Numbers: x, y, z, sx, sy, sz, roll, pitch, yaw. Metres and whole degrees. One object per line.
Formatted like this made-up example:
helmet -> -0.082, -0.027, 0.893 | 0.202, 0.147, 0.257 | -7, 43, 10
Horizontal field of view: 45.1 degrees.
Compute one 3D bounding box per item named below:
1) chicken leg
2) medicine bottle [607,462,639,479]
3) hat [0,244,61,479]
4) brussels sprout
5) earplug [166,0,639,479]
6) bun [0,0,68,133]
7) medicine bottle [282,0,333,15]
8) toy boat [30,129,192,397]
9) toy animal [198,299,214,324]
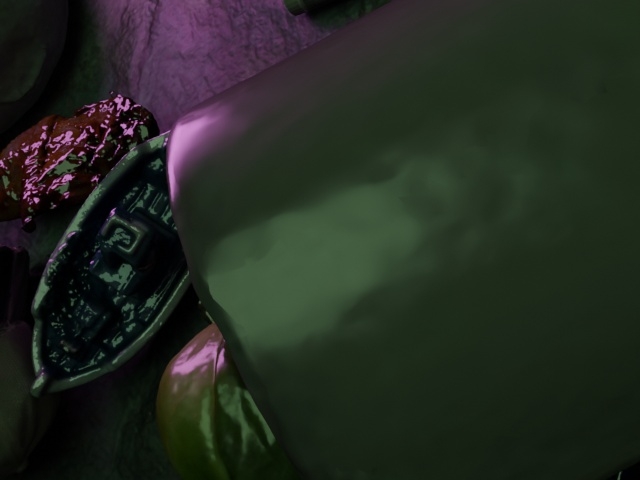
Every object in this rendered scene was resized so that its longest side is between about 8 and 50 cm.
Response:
chicken leg -> -0.304, -0.063, 0.841 | 0.323, 0.083, 0.177 | -9, 40, 33
medicine bottle -> 0.105, 0.211, 0.567 | 0.258, 0.079, 0.124 | -7, 77, 28
hat -> -0.356, 0.135, 0.809 | 0.232, 0.161, 0.275 | -37, 37, 24
brussels sprout -> -0.046, 0.124, 0.569 | 0.131, 0.145, 0.183 | -45, 55, 21
earplug -> 0.153, -0.026, 0.472 | 0.394, 0.312, 0.312 | -28, 64, 5
bun -> -0.475, -0.278, 0.956 | 0.355, 0.194, 0.354 | -8, 73, 29
medicine bottle -> 0.003, -0.262, 0.776 | 0.083, 0.047, 0.047 | -15, 69, 24
toy boat -> -0.183, 0.016, 0.729 | 0.129, 0.142, 0.309 | 33, 92, 2
toy animal -> 0.000, 0.000, 0.688 | 0.186, 0.094, 0.214 | 9, 88, 35
